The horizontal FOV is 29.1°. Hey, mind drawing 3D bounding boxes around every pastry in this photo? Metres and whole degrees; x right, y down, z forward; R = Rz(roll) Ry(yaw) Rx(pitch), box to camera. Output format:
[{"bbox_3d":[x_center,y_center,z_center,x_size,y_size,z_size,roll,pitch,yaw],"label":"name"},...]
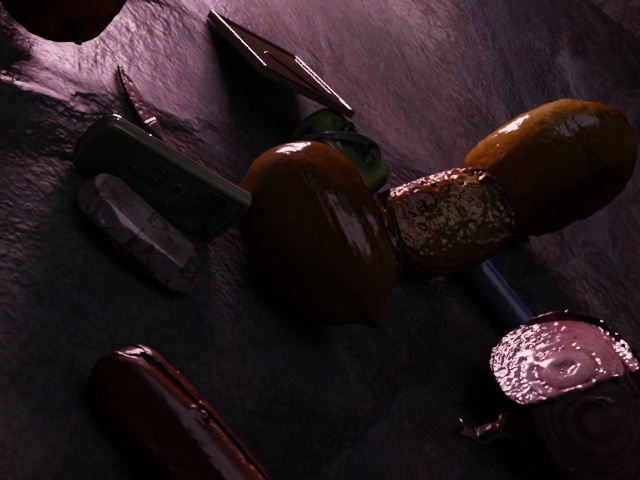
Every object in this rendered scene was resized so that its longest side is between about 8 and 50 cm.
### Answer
[{"bbox_3d":[0.421,-0.125,2.278,0.356,0.356,0.163,10,53,-48],"label":"pastry"}]

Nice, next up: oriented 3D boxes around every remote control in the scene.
[{"bbox_3d":[-0.206,-0.079,1.600,0.233,0.098,0.038,30,39,-29],"label":"remote control"}]

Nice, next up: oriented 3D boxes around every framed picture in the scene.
[{"bbox_3d":[-0.066,-0.292,2.031,0.192,0.018,0.265,22,17,-34],"label":"framed picture"}]

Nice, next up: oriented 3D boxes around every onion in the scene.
[{"bbox_3d":[0.388,0.257,1.879,0.230,0.272,0.256,63,27,-29],"label":"onion"}]

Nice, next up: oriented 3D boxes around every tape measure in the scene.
[{"bbox_3d":[0.034,-0.131,1.975,0.175,0.106,0.200,53,27,3],"label":"tape measure"}]

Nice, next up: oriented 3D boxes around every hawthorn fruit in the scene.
[{"bbox_3d":[-0.353,-0.372,1.665,0.224,0.224,0.260,7,69,-50],"label":"hawthorn fruit"}]

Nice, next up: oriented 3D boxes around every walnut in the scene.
[{"bbox_3d":[0.000,0.000,1.694,0.203,0.203,0.297,-2,58,-54],"label":"walnut"}]

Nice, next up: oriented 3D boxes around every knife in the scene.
[{"bbox_3d":[-0.238,-0.158,1.741,0.035,0.018,0.247,-2,53,-50],"label":"knife"}]

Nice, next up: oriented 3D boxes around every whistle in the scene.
[{"bbox_3d":[0.292,0.084,2.107,0.304,0.062,0.062,52,29,8],"label":"whistle"}]

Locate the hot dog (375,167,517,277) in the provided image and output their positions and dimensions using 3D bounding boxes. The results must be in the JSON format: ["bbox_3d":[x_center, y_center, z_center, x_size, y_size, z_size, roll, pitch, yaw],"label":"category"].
[{"bbox_3d":[0.188,-0.028,2.034,0.259,0.114,0.175,-15,74,-27],"label":"hot dog"}]

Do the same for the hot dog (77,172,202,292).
[{"bbox_3d":[-0.224,-0.006,1.537,0.192,0.053,0.099,42,30,-16],"label":"hot dog"}]

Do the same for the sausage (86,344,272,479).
[{"bbox_3d":[-0.120,0.245,1.317,0.330,0.102,0.102,50,29,4],"label":"sausage"}]
